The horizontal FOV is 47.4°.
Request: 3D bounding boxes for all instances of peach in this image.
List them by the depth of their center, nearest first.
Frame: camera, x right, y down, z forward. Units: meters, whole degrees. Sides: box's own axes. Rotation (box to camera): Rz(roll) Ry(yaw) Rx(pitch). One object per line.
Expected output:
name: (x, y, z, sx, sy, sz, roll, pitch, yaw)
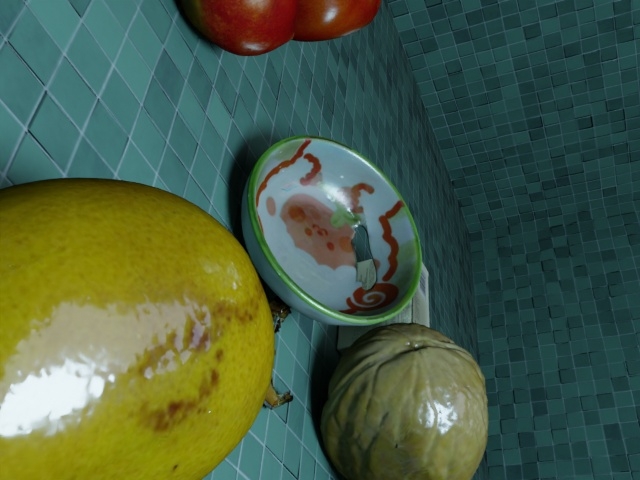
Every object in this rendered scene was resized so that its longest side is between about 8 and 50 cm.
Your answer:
peach: (-0.109, -0.372, 1.063, 0.192, 0.190, 0.190, 25, 53, -44)

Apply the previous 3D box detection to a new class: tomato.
tomato: (-0.029, -0.493, 1.300, 0.298, 0.226, 0.299, 40, 43, -50)

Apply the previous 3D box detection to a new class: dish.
dish: (0.000, 0.000, 1.167, 0.324, 0.124, 0.324, 19, 55, -29)

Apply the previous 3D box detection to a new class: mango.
mango: (-0.184, 0.086, 0.544, 0.378, 0.221, 0.264, -17, 99, -62)

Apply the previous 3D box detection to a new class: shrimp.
shrimp: (-0.063, 0.171, 1.108, 0.195, 0.035, 0.148, -60, 134, -57)

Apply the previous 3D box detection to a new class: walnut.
walnut: (0.146, 0.305, 1.261, 0.333, 0.332, 0.333, -11, 90, -71)

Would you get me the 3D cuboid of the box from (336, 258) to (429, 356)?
box: (0.127, 0.139, 1.470, 0.095, 0.168, 0.212, 55, 30, -41)
